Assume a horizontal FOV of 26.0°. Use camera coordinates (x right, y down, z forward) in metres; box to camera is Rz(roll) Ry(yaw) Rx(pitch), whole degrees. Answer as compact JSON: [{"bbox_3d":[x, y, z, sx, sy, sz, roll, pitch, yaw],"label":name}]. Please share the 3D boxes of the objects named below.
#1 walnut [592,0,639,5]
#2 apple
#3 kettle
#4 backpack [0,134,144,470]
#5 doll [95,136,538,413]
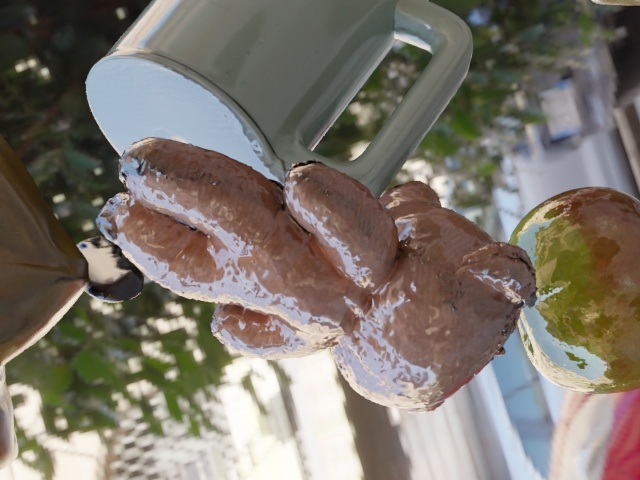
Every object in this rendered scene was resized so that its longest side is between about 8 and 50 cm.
[{"bbox_3d":[0.315,-0.336,1.207,0.253,0.282,0.277,-67,-11,-61],"label":"walnut"},{"bbox_3d":[0.316,0.059,1.587,0.261,0.194,0.261,-20,-90,-86],"label":"apple"},{"bbox_3d":[-0.020,-0.177,1.254,0.265,0.205,0.318,40,-121,-7],"label":"kettle"},{"bbox_3d":[-0.265,-0.048,0.609,0.378,0.201,0.353,37,180,-27],"label":"backpack"},{"bbox_3d":[0.000,0.000,0.993,0.303,0.201,0.156,28,-132,-7],"label":"doll"}]
